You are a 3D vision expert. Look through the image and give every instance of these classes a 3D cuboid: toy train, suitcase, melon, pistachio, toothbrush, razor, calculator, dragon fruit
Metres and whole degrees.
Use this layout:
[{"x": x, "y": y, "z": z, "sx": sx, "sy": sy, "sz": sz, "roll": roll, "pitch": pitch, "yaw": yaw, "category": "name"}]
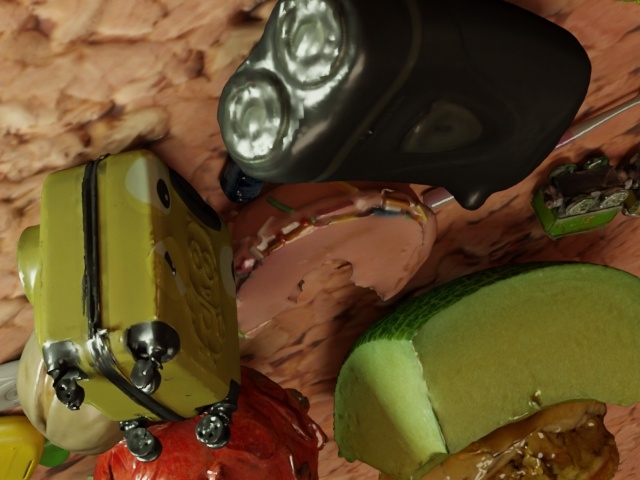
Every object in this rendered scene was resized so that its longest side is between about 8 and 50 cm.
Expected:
[{"x": 0.317, "y": -0.055, "z": 1.971, "sx": 0.202, "sy": 0.060, "sz": 0.081, "roll": -12, "pitch": 155, "yaw": -24, "category": "toy train"}, {"x": -0.165, "y": 0.053, "z": 1.604, "sx": 0.143, "sy": 0.235, "sz": 0.194, "roll": -13, "pitch": 153, "yaw": 16, "category": "suitcase"}, {"x": 0.211, "y": 0.136, "z": 2.049, "sx": 0.343, "sy": 0.226, "sz": 0.331, "roll": -27, "pitch": 151, "yaw": -27, "category": "melon"}, {"x": -0.223, "y": 0.125, "z": 1.770, "sx": 0.124, "sy": 0.124, "sz": 0.185, "roll": -1, "pitch": 124, "yaw": -37, "category": "pistachio"}, {"x": 0.233, "y": -0.097, "z": 1.876, "sx": 0.286, "sy": 0.020, "sz": 0.025, "roll": -25, "pitch": 157, "yaw": -1, "category": "toothbrush"}, {"x": 0.076, "y": -0.127, "z": 1.602, "sx": 0.349, "sy": 0.113, "sz": 0.204, "roll": 4, "pitch": 132, "yaw": -47, "category": "razor"}, {"x": -0.364, "y": 0.232, "z": 1.925, "sx": 0.234, "sy": 0.032, "sz": 0.146, "roll": -6, "pitch": 145, "yaw": -28, "category": "calculator"}, {"x": -0.116, "y": 0.239, "z": 1.930, "sx": 0.240, "sy": 0.252, "sz": 0.241, "roll": 6, "pitch": 130, "yaw": 7, "category": "dragon fruit"}]

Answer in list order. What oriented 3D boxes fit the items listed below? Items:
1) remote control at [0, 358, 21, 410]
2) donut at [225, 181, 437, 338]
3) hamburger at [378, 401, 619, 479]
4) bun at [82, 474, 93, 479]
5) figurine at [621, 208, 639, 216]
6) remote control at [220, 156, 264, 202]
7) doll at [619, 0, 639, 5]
[{"x": -0.318, "y": 0.150, "z": 1.831, "sx": 0.261, "sy": 0.029, "sz": 0.067, "roll": -14, "pitch": 148, "yaw": -20, "category": "remote control"}, {"x": 0.000, "y": 0.000, "z": 1.784, "sx": 0.232, "sy": 0.085, "sz": 0.199, "roll": -13, "pitch": 149, "yaw": -21, "category": "donut"}, {"x": 0.212, "y": 0.264, "z": 2.247, "sx": 0.289, "sy": 0.170, "sz": 0.314, "roll": -24, "pitch": 176, "yaw": -14, "category": "hamburger"}, {"x": -0.230, "y": 0.289, "z": 2.084, "sx": 0.115, "sy": 0.069, "sz": 0.115, "roll": -16, "pitch": 170, "yaw": -3, "category": "bun"}, {"x": 0.375, "y": -0.029, "z": 2.049, "sx": 0.050, "sy": 0.047, "sz": 0.083, "roll": 5, "pitch": 171, "yaw": -32, "category": "figurine"}, {"x": -0.052, "y": -0.088, "z": 1.664, "sx": 0.043, "sy": 0.027, "sz": 0.152, "roll": -4, "pitch": 141, "yaw": -27, "category": "remote control"}, {"x": 0.265, "y": -0.343, "z": 1.456, "sx": 0.341, "sy": 0.099, "sz": 0.346, "roll": 8, "pitch": 133, "yaw": -27, "category": "doll"}]
